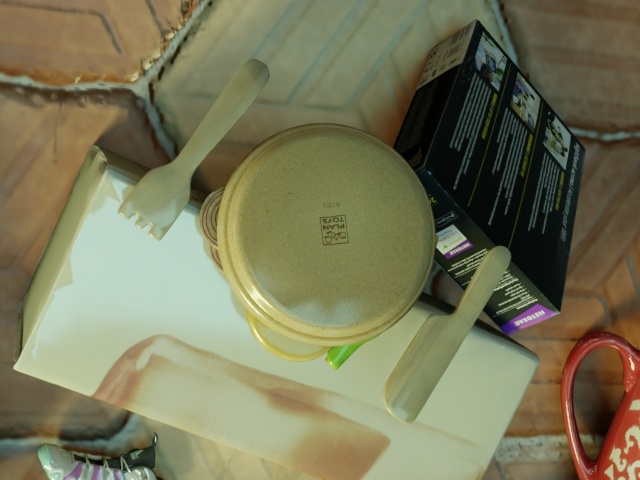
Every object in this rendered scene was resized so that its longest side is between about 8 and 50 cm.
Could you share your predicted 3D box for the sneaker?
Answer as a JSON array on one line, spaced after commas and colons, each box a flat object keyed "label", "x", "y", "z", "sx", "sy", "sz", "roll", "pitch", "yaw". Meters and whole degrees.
[{"label": "sneaker", "x": -0.144, "y": 0.157, "z": 0.686, "sx": 0.069, "sy": 0.038, "sz": 0.098, "roll": -44, "pitch": 119, "yaw": -4}]

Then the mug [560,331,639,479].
[{"label": "mug", "x": 0.265, "y": 0.155, "z": 0.777, "sx": 0.113, "sy": 0.150, "sz": 0.169, "roll": 7, "pitch": 108, "yaw": -54}]

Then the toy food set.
[{"label": "toy food set", "x": 0.000, "y": 0.000, "z": 0.540, "sx": 0.192, "sy": 0.038, "sz": 0.132, "roll": 38, "pitch": 76, "yaw": -7}]

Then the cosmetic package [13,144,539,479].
[{"label": "cosmetic package", "x": -0.033, "y": 0.060, "z": 0.633, "sx": 0.296, "sy": 0.153, "sz": 0.129, "roll": 25, "pitch": 93, "yaw": -18}]

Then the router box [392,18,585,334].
[{"label": "router box", "x": 0.113, "y": -0.046, "z": 0.645, "sx": 0.046, "sy": 0.178, "sz": 0.133, "roll": -30, "pitch": 114, "yaw": 39}]
